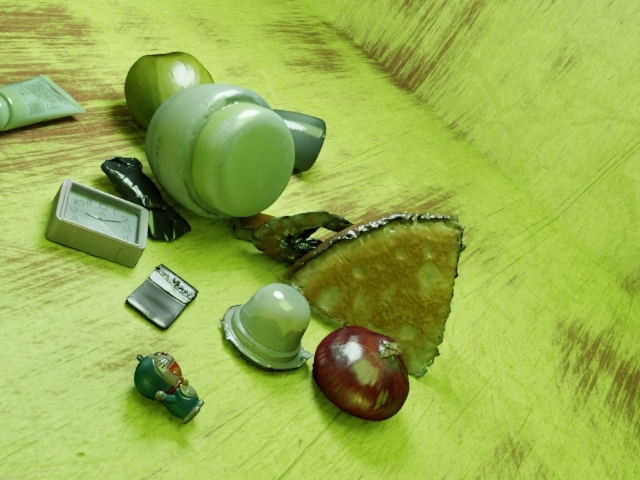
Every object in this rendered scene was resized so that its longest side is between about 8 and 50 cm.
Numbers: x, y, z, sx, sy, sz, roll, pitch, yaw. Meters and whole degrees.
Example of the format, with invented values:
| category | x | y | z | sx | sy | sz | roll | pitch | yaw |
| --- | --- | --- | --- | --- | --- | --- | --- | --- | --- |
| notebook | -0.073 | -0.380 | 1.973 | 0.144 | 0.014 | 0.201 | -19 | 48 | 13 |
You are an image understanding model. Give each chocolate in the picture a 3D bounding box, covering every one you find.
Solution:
| category | x | y | z | sx | sy | sz | roll | pitch | yaw |
| --- | --- | --- | --- | --- | --- | --- | --- | --- | --- |
| chocolate | -0.090 | 0.174 | 1.613 | 0.221 | 0.147 | 0.221 | 31 | 30 | -20 |

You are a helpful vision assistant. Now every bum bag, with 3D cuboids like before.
| category | x | y | z | sx | sy | sz | roll | pitch | yaw |
| --- | --- | --- | --- | --- | --- | --- | --- | --- | --- |
| bum bag | -0.328 | 0.116 | 1.561 | 0.109 | 0.026 | 0.159 | 36 | 30 | -2 |
| bum bag | -0.409 | -0.101 | 1.746 | 0.248 | 0.060 | 0.123 | 45 | 27 | 10 |

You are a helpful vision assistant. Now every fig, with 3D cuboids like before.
| category | x | y | z | sx | sy | sz | roll | pitch | yaw |
| --- | --- | --- | --- | --- | --- | --- | --- | --- | --- |
| fig | -0.398 | -0.364 | 1.971 | 0.240 | 0.239 | 0.271 | 18 | 52 | -30 |

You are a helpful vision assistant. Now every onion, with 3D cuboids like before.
| category | x | y | z | sx | sy | sz | roll | pitch | yaw |
| --- | --- | --- | --- | --- | --- | --- | --- | --- | --- |
| onion | 0.094 | 0.286 | 1.655 | 0.248 | 0.161 | 0.248 | 13 | 21 | -5 |

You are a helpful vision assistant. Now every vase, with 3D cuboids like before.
| category | x | y | z | sx | sy | sz | roll | pitch | yaw |
| --- | --- | --- | --- | --- | --- | --- | --- | --- | --- |
| vase | -0.159 | -0.337 | 2.256 | 0.321 | 0.173 | 0.173 | 19 | 34 | -17 |

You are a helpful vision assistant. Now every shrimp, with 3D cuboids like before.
| category | x | y | z | sx | sy | sz | roll | pitch | yaw |
| --- | --- | --- | --- | --- | --- | --- | --- | --- | --- |
| shrimp | 0.000 | 0.000 | 1.877 | 0.365 | 0.233 | 0.071 | 13 | 57 | -36 |

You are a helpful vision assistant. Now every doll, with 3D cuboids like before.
| category | x | y | z | sx | sy | sz | roll | pitch | yaw |
| --- | --- | --- | --- | --- | --- | --- | --- | --- | --- |
| doll | -0.279 | 0.262 | 1.355 | 0.152 | 0.085 | 0.114 | 47 | 6 | -2 |

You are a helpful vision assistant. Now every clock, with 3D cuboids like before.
| category | x | y | z | sx | sy | sz | roll | pitch | yaw |
| --- | --- | --- | --- | --- | --- | --- | --- | --- | --- |
| clock | -0.470 | -0.037 | 1.588 | 0.197 | 0.063 | 0.150 | 22 | 32 | -25 |

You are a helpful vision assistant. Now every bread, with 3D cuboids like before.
| category | x | y | z | sx | sy | sz | roll | pitch | yaw |
| --- | --- | --- | --- | --- | --- | --- | --- | --- | --- |
| bread | -0.126 | -0.026 | 1.949 | 0.226 | 0.049 | 0.088 | 15 | 35 | -34 |

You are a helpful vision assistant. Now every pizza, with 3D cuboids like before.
| category | x | y | z | sx | sy | sz | roll | pitch | yaw |
| --- | --- | --- | --- | --- | --- | --- | --- | --- | --- |
| pizza | 0.185 | 0.073 | 1.828 | 0.435 | 0.391 | 0.080 | 35 | 6 | -12 |

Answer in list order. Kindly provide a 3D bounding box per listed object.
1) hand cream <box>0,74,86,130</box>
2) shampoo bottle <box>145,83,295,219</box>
| category | x | y | z | sx | sy | sz | roll | pitch | yaw |
| --- | --- | --- | --- | --- | --- | --- | --- | --- | --- |
| hand cream | -0.685 | -0.321 | 1.734 | 0.147 | 0.093 | 0.306 | 40 | 28 | 2 |
| shampoo bottle | -0.248 | -0.215 | 1.794 | 0.317 | 0.322 | 0.323 | 22 | 17 | 37 |
